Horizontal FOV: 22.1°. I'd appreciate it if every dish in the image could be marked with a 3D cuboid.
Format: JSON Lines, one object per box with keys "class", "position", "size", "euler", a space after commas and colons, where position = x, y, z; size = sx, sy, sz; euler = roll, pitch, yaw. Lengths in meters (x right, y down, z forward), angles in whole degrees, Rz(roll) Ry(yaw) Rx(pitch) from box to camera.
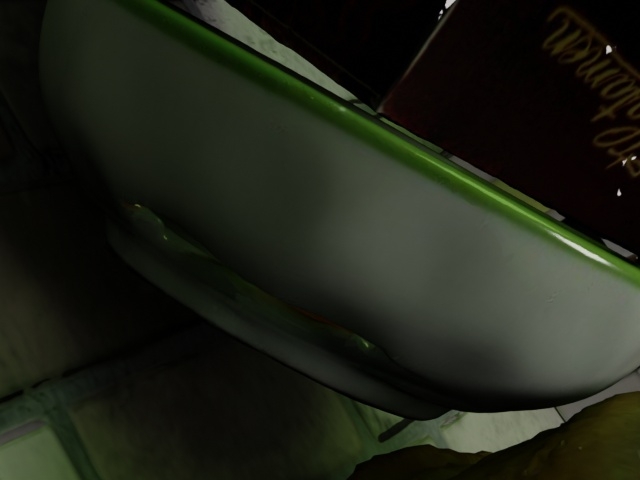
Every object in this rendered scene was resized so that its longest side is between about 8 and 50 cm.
{"class": "dish", "position": [0.000, 0.000, 0.753], "size": [0.324, 0.124, 0.324], "euler": [28, 5, -3]}

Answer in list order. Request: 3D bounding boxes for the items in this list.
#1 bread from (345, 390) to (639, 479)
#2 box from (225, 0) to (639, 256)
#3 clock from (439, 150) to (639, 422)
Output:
{"class": "bread", "position": [0.152, 0.245, 0.712], "size": [0.398, 0.215, 0.398], "euler": [37, 34, -31]}
{"class": "box", "position": [0.003, -0.164, 0.819], "size": [0.415, 0.116, 0.264], "euler": [41, 10, 38]}
{"class": "clock", "position": [0.223, -0.026, 1.208], "size": [0.235, 0.166, 0.309], "euler": [55, 33, -6]}
